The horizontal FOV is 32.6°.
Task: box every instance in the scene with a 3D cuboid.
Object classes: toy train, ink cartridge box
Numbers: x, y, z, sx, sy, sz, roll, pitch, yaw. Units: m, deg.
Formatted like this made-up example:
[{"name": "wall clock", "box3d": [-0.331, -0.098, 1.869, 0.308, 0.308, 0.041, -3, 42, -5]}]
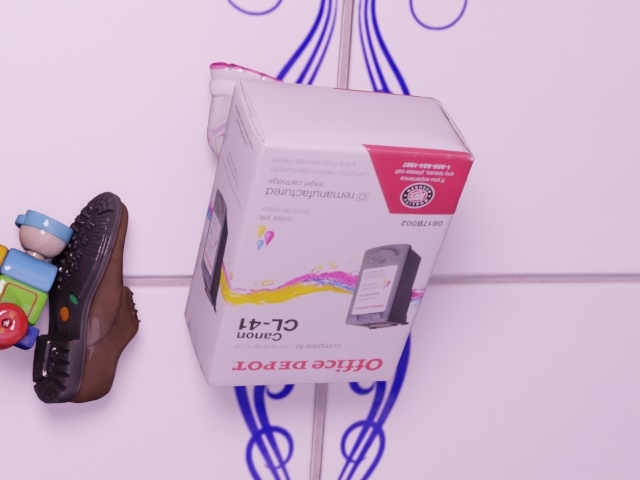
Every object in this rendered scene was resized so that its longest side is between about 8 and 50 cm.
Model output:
[{"name": "toy train", "box3d": [-0.381, 0.005, 1.089, 0.248, 0.105, 0.143, 25, 74, -15]}, {"name": "ink cartridge box", "box3d": [0.000, 0.000, 1.143, 0.226, 0.131, 0.306, 1, 125, -20]}]

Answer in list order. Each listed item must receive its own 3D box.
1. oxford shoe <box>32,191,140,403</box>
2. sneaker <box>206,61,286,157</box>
[{"name": "oxford shoe", "box3d": [-0.237, 0.061, 1.167, 0.096, 0.083, 0.227, 11, 93, -46]}, {"name": "sneaker", "box3d": [-0.017, -0.109, 1.205, 0.252, 0.103, 0.111, 17, 98, -17]}]
